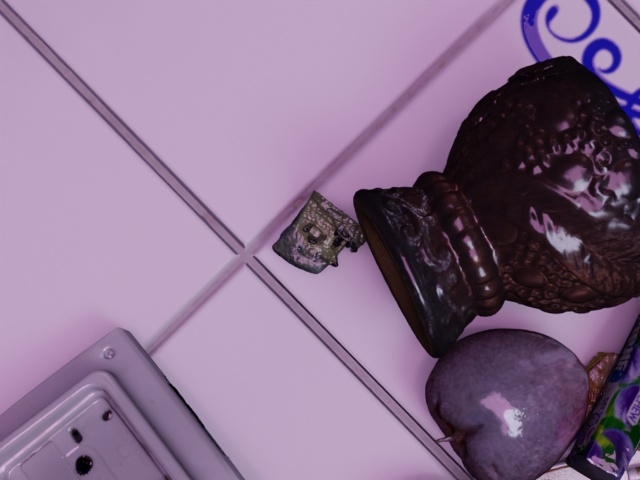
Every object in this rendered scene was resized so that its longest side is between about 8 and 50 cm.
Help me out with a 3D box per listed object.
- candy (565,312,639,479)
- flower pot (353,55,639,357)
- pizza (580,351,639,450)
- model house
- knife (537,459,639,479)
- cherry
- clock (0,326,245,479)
[{"bbox_3d":[0.358,0.118,1.632,0.061,0.088,0.312,30,75,4],"label":"candy"},{"bbox_3d":[0.191,-0.020,1.569,0.267,0.266,0.266,-28,89,-4],"label":"flower pot"},{"bbox_3d":[0.338,0.181,1.683,0.160,0.036,0.099,16,80,0],"label":"pizza"},{"bbox_3d":[0.000,0.000,1.667,0.079,0.066,0.083,38,90,-3],"label":"model house"},{"bbox_3d":[0.326,0.256,1.688,0.256,0.022,0.046,-9,95,3],"label":"knife"},{"bbox_3d":[0.197,0.171,1.630,0.176,0.140,0.176,1,81,-4],"label":"cherry"},{"bbox_3d":[-0.225,0.252,1.592,0.231,0.116,0.262,-39,71,-3],"label":"clock"}]
